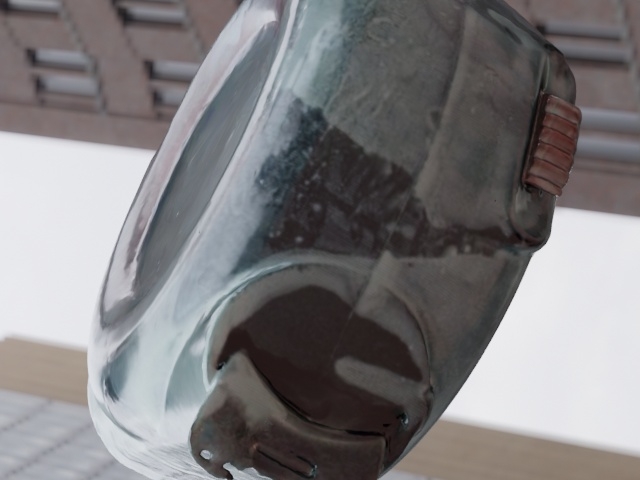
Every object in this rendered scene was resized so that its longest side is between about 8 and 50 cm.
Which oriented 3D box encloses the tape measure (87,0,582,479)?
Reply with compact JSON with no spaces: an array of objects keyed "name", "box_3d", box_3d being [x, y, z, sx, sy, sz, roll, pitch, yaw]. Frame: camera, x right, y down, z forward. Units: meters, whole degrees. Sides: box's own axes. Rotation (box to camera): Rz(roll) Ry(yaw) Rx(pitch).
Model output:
[{"name":"tape measure","box_3d":[0.000,0.000,0.903,0.147,0.256,0.275,28,-106,-15]}]
